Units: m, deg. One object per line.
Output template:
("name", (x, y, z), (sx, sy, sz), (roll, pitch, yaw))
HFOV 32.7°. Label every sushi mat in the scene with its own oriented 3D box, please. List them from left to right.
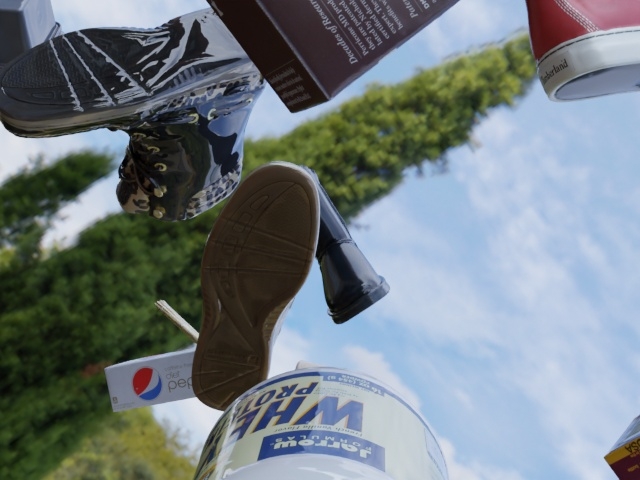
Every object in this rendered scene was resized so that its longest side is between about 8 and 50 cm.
("sushi mat", (-0.165, 0.214, 1.901), (0.316, 0.019, 0.151), (33, -13, 42))

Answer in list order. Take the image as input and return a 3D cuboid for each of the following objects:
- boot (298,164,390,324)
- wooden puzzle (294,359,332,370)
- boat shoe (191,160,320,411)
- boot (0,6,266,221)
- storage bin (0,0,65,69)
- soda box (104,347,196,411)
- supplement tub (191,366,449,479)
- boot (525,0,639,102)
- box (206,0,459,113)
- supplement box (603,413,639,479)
("boot", (0.000, 0.000, 1.546), (0.207, 0.094, 0.246), (55, 4, -9))
("wooden puzzle", (-0.023, 0.370, 2.300), (0.221, 0.238, 0.044), (19, 15, -39))
("boat shoe", (-0.083, 0.043, 1.290), (0.110, 0.122, 0.341), (-82, -170, -59))
("boot", (-0.229, -0.139, 1.390), (0.138, 0.377, 0.284), (51, -33, 25))
("storage bin", (-0.400, -0.287, 1.422), (0.135, 0.098, 0.091), (-81, 174, -52))
("soda box", (-0.225, 0.212, 1.707), (0.069, 0.216, 0.074), (-9, 87, -71))
("supplement tub", (-0.004, 0.255, 0.873), (0.235, 0.235, 0.325), (60, 7, -8))
("boot", (0.243, -0.199, 0.797), (0.088, 0.244, 0.176), (-35, -115, 58))
("box", (0.018, -0.255, 1.075), (0.167, 0.203, 0.168), (53, -10, -11))
("supplement box", (0.384, 0.256, 1.088), (0.081, 0.104, 0.188), (-42, -99, 37))
